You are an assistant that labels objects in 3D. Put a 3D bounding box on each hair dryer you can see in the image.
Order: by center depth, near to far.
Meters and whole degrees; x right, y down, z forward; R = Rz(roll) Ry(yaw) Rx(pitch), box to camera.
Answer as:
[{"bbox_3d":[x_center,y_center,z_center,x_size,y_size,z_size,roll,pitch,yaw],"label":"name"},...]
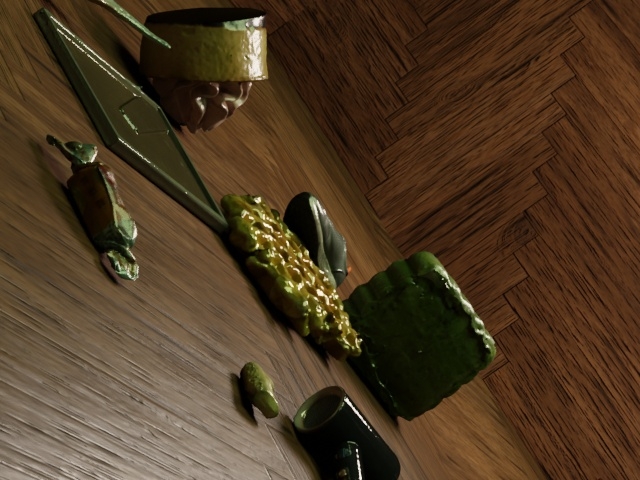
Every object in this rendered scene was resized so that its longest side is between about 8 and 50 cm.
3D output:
[{"bbox_3d":[0.040,0.277,1.671,0.128,0.070,0.255,51,15,-27],"label":"hair dryer"}]

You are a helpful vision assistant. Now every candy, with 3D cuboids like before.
[{"bbox_3d":[-0.211,-0.037,1.497,0.182,0.046,0.053,60,10,26],"label":"candy"}]

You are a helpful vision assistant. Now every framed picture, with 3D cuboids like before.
[{"bbox_3d":[-0.236,-0.149,1.974,0.232,0.024,0.315,58,9,28],"label":"framed picture"}]

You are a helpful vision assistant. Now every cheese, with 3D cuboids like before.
[{"bbox_3d":[-0.062,0.159,1.620,0.044,0.030,0.083,44,5,-23],"label":"cheese"}]

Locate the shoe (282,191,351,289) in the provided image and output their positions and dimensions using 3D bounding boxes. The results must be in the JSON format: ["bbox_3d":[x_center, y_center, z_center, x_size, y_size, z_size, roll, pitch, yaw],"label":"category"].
[{"bbox_3d":[0.000,-0.001,2.329,0.074,0.077,0.194,25,-41,38],"label":"shoe"}]

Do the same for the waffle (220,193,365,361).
[{"bbox_3d":[-0.041,0.053,2.167,0.282,0.058,0.301,54,8,11],"label":"waffle"}]

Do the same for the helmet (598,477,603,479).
[{"bbox_3d":[0.364,0.510,1.966,0.337,0.230,0.385,57,0,34],"label":"helmet"}]

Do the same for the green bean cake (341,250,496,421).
[{"bbox_3d":[0.144,0.145,2.364,0.214,0.200,0.113,52,7,-15],"label":"green bean cake"}]

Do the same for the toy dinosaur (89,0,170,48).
[{"bbox_3d":[-0.348,-0.374,2.025,0.393,0.092,0.205,52,7,-27],"label":"toy dinosaur"}]

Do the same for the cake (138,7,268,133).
[{"bbox_3d":[-0.167,-0.251,2.314,0.185,0.207,0.178,13,-66,43],"label":"cake"}]
